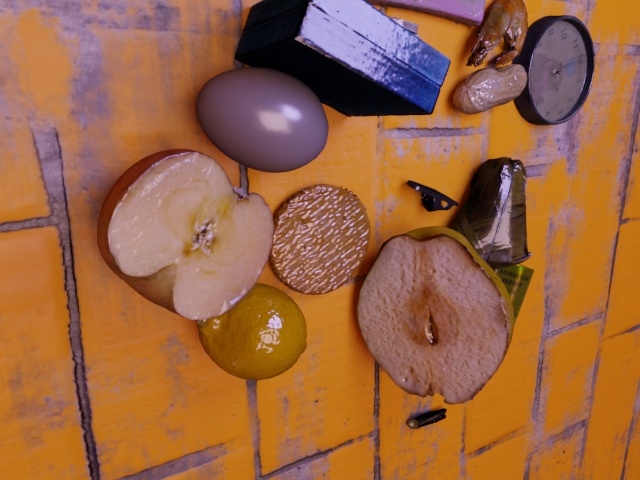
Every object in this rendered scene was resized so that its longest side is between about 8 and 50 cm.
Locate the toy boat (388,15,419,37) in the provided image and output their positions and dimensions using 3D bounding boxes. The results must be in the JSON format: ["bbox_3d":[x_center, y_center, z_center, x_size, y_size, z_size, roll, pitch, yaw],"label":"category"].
[{"bbox_3d":[0.165,-0.408,1.031,0.096,0.034,0.122,0,112,-30],"label":"toy boat"}]

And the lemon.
[{"bbox_3d":[-0.128,0.174,0.929,0.244,0.187,0.187,22,92,-28],"label":"lemon"}]

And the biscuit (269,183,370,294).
[{"bbox_3d":[0.000,0.000,1.040,0.254,0.035,0.254,-8,107,-29],"label":"biscuit"}]

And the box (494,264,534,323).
[{"bbox_3d":[0.501,0.209,1.381,0.173,0.043,0.311,16,96,-33],"label":"box"}]

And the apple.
[{"bbox_3d":[-0.241,-0.021,0.821,0.251,0.163,0.293,-54,135,-19],"label":"apple"}]

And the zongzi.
[{"bbox_3d":[0.367,-0.054,1.197,0.300,0.138,0.286,-8,100,-7],"label":"zongzi"}]

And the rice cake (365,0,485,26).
[{"bbox_3d":[0.216,-0.517,1.010,0.365,0.056,0.072,-3,103,-30],"label":"rice cake"}]

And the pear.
[{"bbox_3d":[0.272,0.155,1.107,0.191,0.340,0.386,-19,109,-59],"label":"pear"}]

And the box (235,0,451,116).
[{"bbox_3d":[0.031,-0.317,0.835,0.279,0.261,0.116,19,91,-32],"label":"box"}]

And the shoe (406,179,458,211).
[{"bbox_3d":[0.259,-0.099,1.151,0.159,0.062,0.053,19,107,-33],"label":"shoe"}]

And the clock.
[{"bbox_3d":[0.618,-0.444,1.262,0.280,0.055,0.280,-8,108,-27],"label":"clock"}]

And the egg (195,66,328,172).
[{"bbox_3d":[-0.102,-0.210,0.840,0.232,0.176,0.176,7,100,-25],"label":"egg"}]

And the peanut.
[{"bbox_3d":[0.407,-0.365,1.142,0.214,0.090,0.098,-22,115,-25],"label":"peanut"}]

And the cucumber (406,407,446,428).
[{"bbox_3d":[0.303,0.503,1.356,0.135,0.034,0.033,-4,91,-34],"label":"cucumber"}]

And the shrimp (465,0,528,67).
[{"bbox_3d":[0.421,-0.480,1.132,0.249,0.068,0.150,-44,118,-21],"label":"shrimp"}]
